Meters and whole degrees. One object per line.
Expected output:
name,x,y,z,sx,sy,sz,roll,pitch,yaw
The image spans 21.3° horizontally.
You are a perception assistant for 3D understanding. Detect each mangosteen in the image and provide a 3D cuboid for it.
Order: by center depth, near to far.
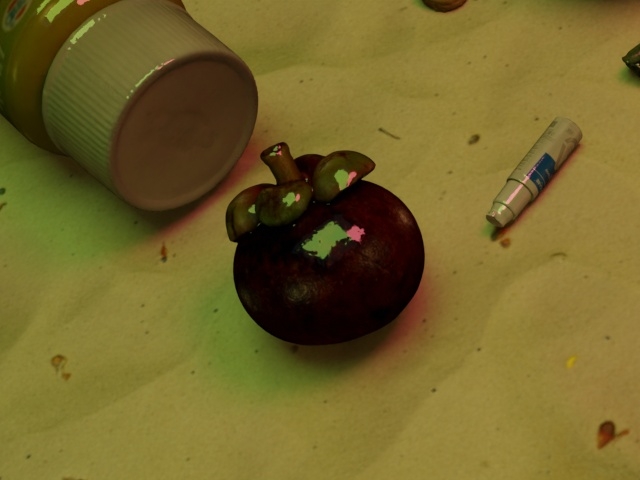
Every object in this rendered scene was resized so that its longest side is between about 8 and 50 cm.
mangosteen,0.000,0.000,1.569,0.200,0.200,0.200,-10,52,13

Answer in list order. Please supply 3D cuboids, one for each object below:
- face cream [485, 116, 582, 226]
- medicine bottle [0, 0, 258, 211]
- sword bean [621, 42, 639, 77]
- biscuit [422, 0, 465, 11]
face cream,0.204,-0.064,1.643,0.034,0.034,0.130,27,67,34
medicine bottle,-0.249,-0.203,1.790,0.224,0.224,0.384,-41,52,-12
sword bean,0.406,-0.259,1.702,0.043,0.038,0.269,45,83,-6
biscuit,0.177,-0.356,1.874,0.240,0.035,0.158,-42,54,-12
